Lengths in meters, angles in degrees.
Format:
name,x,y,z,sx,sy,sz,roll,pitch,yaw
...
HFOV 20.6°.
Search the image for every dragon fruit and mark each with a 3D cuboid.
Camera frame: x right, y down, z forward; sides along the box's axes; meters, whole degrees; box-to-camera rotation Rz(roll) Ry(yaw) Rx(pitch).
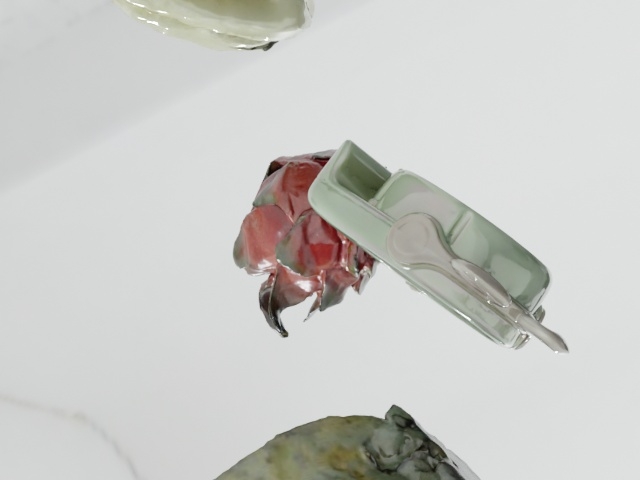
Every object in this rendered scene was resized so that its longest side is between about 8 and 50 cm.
name,x,y,z,sx,sy,sz,roll,pitch,yaw
dragon fruit,-0.002,-0.006,1.344,0.130,0.142,0.121,14,-140,-58

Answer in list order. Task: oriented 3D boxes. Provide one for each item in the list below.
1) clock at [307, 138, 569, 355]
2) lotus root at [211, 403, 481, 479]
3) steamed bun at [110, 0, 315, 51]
name,x,y,z,sx,sy,sz,roll,pitch,yaw
clock,0.088,0.012,1.174,0.151,0.062,0.191,37,178,-38
lotus root,0.025,0.255,1.134,0.149,0.260,0.267,50,171,46
steamed bun,-0.105,-0.319,1.293,0.394,0.238,0.346,-46,-37,-70
